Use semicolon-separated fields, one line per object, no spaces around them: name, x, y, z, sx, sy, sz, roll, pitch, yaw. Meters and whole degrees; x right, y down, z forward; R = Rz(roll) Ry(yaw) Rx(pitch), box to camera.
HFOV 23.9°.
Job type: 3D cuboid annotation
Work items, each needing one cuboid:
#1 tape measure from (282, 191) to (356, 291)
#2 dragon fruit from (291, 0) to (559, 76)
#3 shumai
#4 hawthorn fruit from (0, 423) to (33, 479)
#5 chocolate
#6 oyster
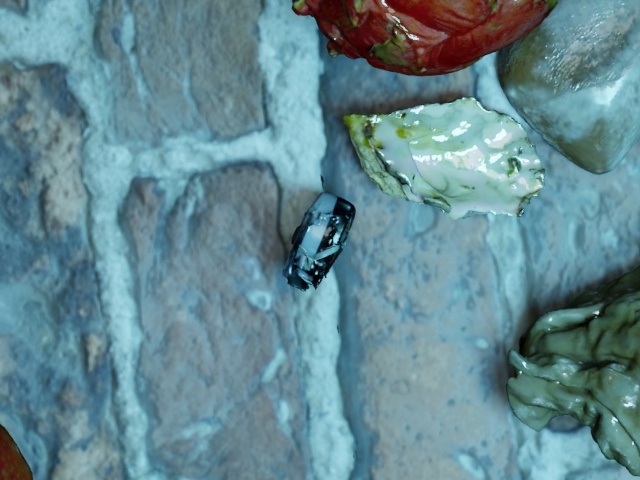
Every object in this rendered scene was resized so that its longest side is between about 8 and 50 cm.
tape measure;0.001;-0.002;1.564;0.054;0.091;0.094;25;109;4
dragon fruit;0.117;-0.309;1.463;0.342;0.277;0.277;-28;93;10
shumai;0.283;0.111;1.523;0.185;0.184;0.218;11;109;-4
hawthorn fruit;-0.374;0.254;1.525;0.148;0.172;0.148;4;105;16
chocolate;0.330;-0.226;1.560;0.185;0.100;0.303;43;88;0
oyster;0.132;-0.079;1.577;0.209;0.072;0.133;-8;86;-21
